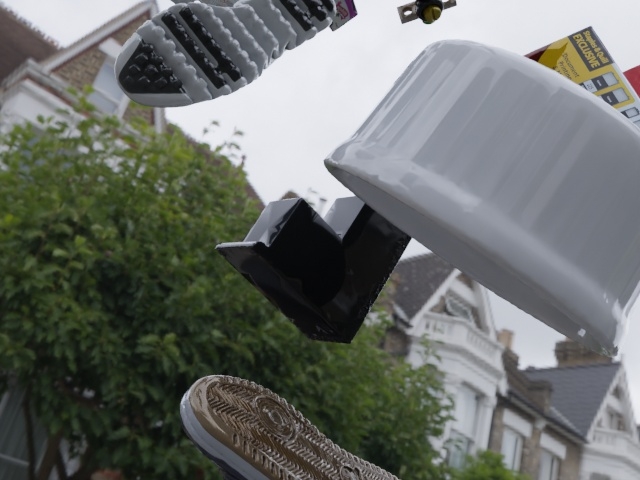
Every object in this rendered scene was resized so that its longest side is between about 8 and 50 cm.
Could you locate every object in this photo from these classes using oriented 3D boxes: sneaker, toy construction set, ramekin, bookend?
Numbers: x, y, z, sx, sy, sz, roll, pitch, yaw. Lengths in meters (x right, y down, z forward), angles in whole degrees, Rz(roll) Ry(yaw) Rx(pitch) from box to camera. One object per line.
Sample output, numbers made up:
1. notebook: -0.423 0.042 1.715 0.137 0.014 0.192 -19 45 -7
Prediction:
1. sneaker: -0.108 -0.212 0.856 0.110 0.292 0.118 57 -37 -4
2. sneaker: -0.042 0.237 0.666 0.153 0.099 0.282 -42 -62 19
3. toy construction set: 0.222 -0.599 1.579 0.257 0.309 0.237 47 -5 38
4. ramekin: 0.152 -0.038 0.619 0.277 0.135 0.277 35 1 -1
5. bookend: 0.000 0.000 0.805 0.157 0.156 0.072 46 -28 -27

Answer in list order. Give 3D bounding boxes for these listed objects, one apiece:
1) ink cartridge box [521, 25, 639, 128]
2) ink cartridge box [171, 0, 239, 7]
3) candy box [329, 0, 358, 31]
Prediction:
1. ink cartridge box: 0.400 -0.156 1.119 0.272 0.309 0.130 -23 -40 12
2. ink cartridge box: -0.158 -0.450 1.306 0.145 0.179 0.045 32 8 -26
3. candy box: -0.026 -0.563 1.564 0.071 0.233 0.159 -34 -25 0
